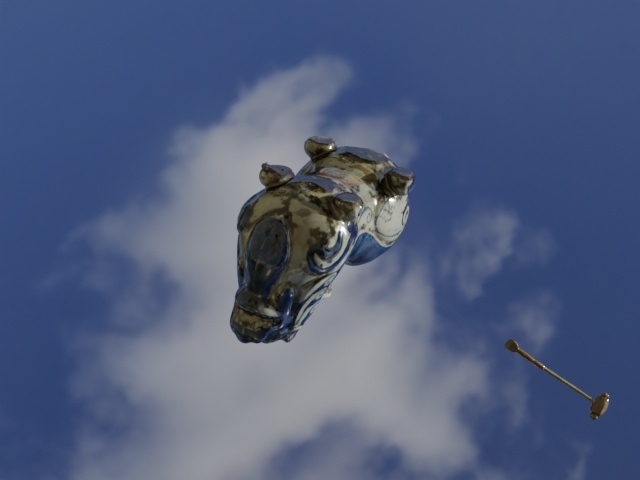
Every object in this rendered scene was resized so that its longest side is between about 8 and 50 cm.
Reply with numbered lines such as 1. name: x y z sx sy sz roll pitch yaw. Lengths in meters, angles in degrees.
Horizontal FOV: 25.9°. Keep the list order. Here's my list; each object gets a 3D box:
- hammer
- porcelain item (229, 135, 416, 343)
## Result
1. hammer: 0.219 0.127 1.290 0.029 0.123 0.014 -60 -163 -13
2. porcelain item: 0.000 0.000 1.522 0.138 0.186 0.288 22 -157 16
